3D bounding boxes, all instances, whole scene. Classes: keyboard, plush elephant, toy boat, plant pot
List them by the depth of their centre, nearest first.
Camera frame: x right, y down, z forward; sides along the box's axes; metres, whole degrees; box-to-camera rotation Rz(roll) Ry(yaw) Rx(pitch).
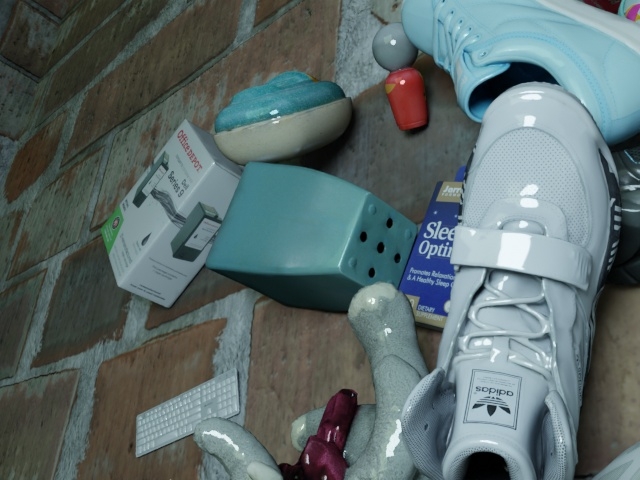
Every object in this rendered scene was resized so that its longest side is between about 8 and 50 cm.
[{"bbox_3d":[-0.007,0.245,0.641,0.330,0.255,0.271,63,140,37],"label":"plush elephant"},{"bbox_3d":[0.000,0.000,0.888,0.234,0.165,0.165,5,70,49],"label":"plant pot"},{"bbox_3d":[0.004,-0.215,0.999,0.318,0.148,0.267,-10,14,24],"label":"toy boat"},{"bbox_3d":[-0.218,0.280,1.067,0.256,0.014,0.072,-30,47,31],"label":"keyboard"}]

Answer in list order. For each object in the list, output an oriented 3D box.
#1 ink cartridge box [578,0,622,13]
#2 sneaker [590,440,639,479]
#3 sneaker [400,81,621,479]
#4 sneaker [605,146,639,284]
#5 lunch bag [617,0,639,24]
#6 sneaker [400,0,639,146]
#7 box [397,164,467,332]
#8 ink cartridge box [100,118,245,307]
[{"bbox_3d":[0.267,-0.349,0.855,0.237,0.100,0.171,-15,70,41],"label":"ink cartridge box"},{"bbox_3d":[0.250,0.156,0.446,0.447,0.257,0.169,-49,40,12],"label":"sneaker"},{"bbox_3d":[0.159,0.063,0.533,0.137,0.210,0.365,6,107,22],"label":"sneaker"},{"bbox_3d":[0.326,-0.039,0.629,0.341,0.125,0.139,7,50,47],"label":"sneaker"},{"bbox_3d":[0.448,-0.248,0.613,0.279,0.108,0.224,-43,41,19],"label":"lunch bag"},{"bbox_3d":[0.184,-0.202,0.716,0.150,0.135,0.366,-28,40,-22],"label":"sneaker"},{"bbox_3d":[0.177,0.002,0.804,0.136,0.036,0.225,8,71,49],"label":"box"},{"bbox_3d":[-0.269,-0.056,1.252,0.289,0.121,0.211,-50,40,10],"label":"ink cartridge box"}]
